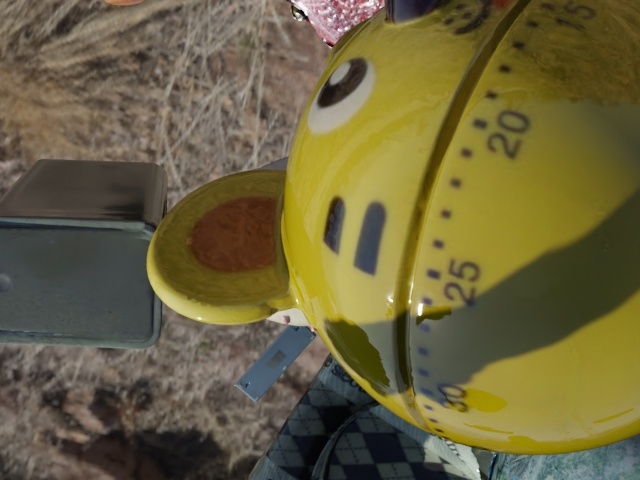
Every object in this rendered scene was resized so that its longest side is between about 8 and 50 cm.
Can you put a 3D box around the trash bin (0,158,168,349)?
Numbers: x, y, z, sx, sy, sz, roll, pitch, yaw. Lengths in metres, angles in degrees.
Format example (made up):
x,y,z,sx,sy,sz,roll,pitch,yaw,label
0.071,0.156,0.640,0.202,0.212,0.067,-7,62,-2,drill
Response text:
x,y,z,sx,sy,sz,roll,pitch,yaw,label
-0.233,0.001,1.087,0.164,0.240,0.122,2,109,-7,trash bin

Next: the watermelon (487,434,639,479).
x,y,z,sx,sy,sz,roll,pitch,yaw,label
0.249,0.185,0.993,0.188,0.322,0.175,0,108,-6,watermelon

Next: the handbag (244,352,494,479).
x,y,z,sx,sy,sz,roll,pitch,yaw,label
0.101,0.272,1.252,0.316,0.180,0.416,34,101,9,handbag

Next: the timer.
x,y,z,sx,sy,sz,roll,pitch,yaw,label
0.105,-0.039,0.776,0.387,0.376,0.376,23,139,29,timer

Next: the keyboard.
x,y,z,sx,sy,sz,roll,pitch,yaw,label
-0.085,0.227,2.115,0.055,0.014,0.176,42,93,-6,keyboard

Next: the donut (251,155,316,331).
x,y,z,sx,sy,sz,roll,pitch,yaw,label
0.000,0.000,1.819,0.382,0.383,0.142,-2,128,8,donut

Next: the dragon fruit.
x,y,z,sx,sy,sz,roll,pitch,yaw,label
0.063,-0.340,1.521,0.282,0.147,0.211,-2,143,24,dragon fruit

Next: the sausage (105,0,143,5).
x,y,z,sx,sy,sz,roll,pitch,yaw,label
-0.205,-0.407,1.472,0.259,0.113,0.113,-36,119,18,sausage
